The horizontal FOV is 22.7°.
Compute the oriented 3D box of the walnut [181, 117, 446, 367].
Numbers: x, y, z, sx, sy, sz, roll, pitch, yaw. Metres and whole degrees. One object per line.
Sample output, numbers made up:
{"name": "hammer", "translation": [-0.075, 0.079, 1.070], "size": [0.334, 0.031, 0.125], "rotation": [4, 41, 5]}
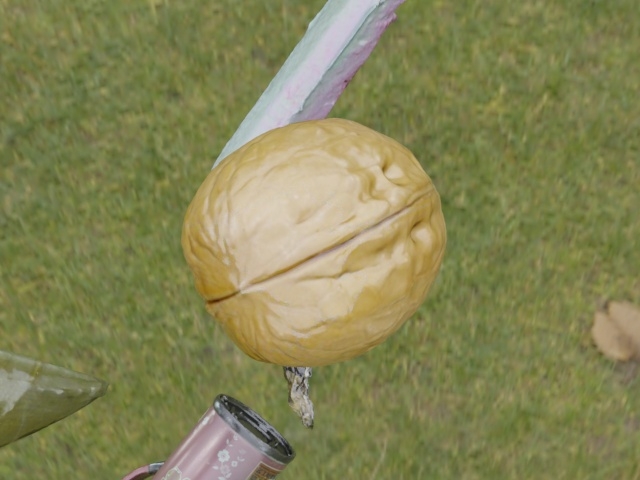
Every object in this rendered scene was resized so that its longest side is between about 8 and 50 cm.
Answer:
{"name": "walnut", "translation": [0.000, 0.000, 1.090], "size": [0.165, 0.165, 0.197], "rotation": [46, 38, 20]}

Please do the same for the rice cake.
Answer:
{"name": "rice cake", "translation": [0.013, -0.143, 1.246], "size": [0.290, 0.051, 0.081], "rotation": [-55, 28, 6]}

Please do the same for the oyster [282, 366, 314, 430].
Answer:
{"name": "oyster", "translation": [-0.021, 0.106, 1.251], "size": [0.019, 0.054, 0.083], "rotation": [-11, 105, -18]}

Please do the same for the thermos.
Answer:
{"name": "thermos", "translation": [-0.182, 0.321, 1.757], "size": [0.136, 0.109, 0.330], "rotation": [39, 95, 3]}

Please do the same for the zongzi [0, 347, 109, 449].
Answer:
{"name": "zongzi", "translation": [-0.402, 0.221, 1.329], "size": [0.393, 0.174, 0.356], "rotation": [22, 81, -27]}
